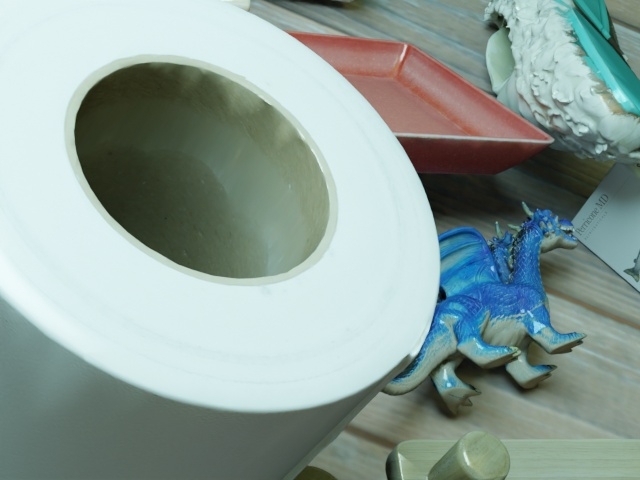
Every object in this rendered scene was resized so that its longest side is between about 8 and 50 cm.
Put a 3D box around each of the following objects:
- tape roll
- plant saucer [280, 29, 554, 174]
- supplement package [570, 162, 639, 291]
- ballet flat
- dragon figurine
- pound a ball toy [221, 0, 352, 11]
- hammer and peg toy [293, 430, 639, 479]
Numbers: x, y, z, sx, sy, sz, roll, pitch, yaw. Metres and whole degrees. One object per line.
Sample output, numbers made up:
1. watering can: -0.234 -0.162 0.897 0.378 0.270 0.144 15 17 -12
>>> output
1. tape roll: -0.087 0.014 0.518 0.246 0.169 0.246 19 45 -20
2. plant saucer: 0.023 -0.120 0.907 0.259 0.047 0.258 -1 28 -27
3. supplement package: 0.338 -0.005 0.958 0.179 0.105 0.105 43 51 16
4. ballet flat: 0.224 -0.162 0.993 0.147 0.147 0.409 18 33 -7
5. dragon figurine: 0.109 0.049 0.830 0.289 0.085 0.144 -10 55 -35
6. pound a ball toy: -0.109 -0.280 1.015 0.319 0.136 0.208 3 77 -20
7. hammer and peg toy: 0.129 0.249 0.648 0.362 0.127 0.265 3 54 -20
